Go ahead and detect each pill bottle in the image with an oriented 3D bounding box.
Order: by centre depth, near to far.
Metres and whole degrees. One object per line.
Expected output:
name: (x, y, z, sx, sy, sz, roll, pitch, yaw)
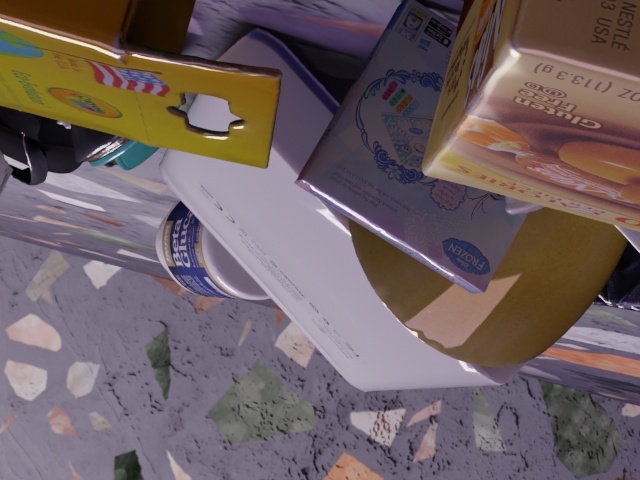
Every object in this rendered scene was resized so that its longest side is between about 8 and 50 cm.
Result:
pill bottle: (-0.080, 0.002, 1.330, 0.094, 0.094, 0.169, 17, 172, -23)

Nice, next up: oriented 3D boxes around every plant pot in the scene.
plant pot: (0.093, -0.020, 0.734, 0.134, 0.134, 0.095, 17, 148, -24)

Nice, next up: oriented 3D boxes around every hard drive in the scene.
hard drive: (0.000, 0.000, 0.921, 0.210, 0.040, 0.318, 48, 168, -3)

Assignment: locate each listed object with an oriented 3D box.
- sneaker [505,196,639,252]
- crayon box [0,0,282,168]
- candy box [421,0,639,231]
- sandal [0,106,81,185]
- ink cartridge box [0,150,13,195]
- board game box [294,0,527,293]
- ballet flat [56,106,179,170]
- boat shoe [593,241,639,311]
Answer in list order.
sneaker: (0.173, -0.018, 0.643, 0.212, 0.094, 0.080, 15, 172, -5)
crayon box: (-0.162, -0.114, 0.607, 0.318, 0.081, 0.202, 15, 173, -2)
candy box: (0.201, -0.033, 0.485, 0.316, 0.087, 0.183, 14, 172, -2)
sandal: (-0.233, -0.078, 1.160, 0.097, 0.054, 0.254, 14, 173, 3)
ink cartridge box: (-0.411, -0.073, 1.110, 0.306, 0.131, 0.226, 13, 163, 32)
board game box: (0.050, -0.039, 0.658, 0.090, 0.090, 0.020, 32, 170, -9)
ballet flat: (-0.119, -0.078, 0.891, 0.074, 0.074, 0.203, 15, 178, -6)
boat shoe: (0.195, 0.000, 0.782, 0.065, 0.083, 0.183, 18, 172, -28)
